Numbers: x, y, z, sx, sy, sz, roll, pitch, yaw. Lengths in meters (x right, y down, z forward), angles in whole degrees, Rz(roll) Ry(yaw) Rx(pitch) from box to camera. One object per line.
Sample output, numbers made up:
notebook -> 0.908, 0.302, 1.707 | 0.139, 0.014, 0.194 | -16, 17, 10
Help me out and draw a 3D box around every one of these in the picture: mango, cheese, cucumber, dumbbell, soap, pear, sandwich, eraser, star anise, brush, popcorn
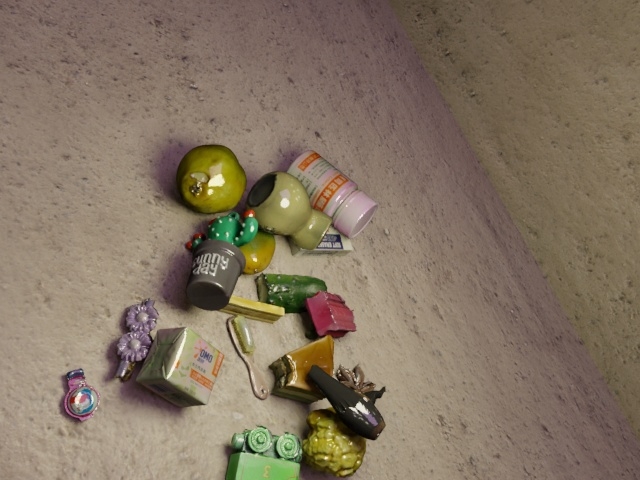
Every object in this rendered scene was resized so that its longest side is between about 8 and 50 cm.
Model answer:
mango -> -0.254, 0.032, 1.943 | 0.156, 0.114, 0.251 | 24, 34, 1
cheese -> -0.685, 0.440, 1.431 | 0.095, 0.038, 0.145 | -11, 72, -39
cucumber -> -0.088, 0.206, 1.963 | 0.325, 0.105, 0.145 | 8, 59, -35
dumbbell -> -0.026, 0.328, 1.962 | 0.046, 0.052, 0.118 | 2, 53, 13
soap -> -0.262, 0.248, 1.815 | 0.252, 0.092, 0.037 | 18, 52, -27
pear -> -0.410, -0.231, 1.897 | 0.269, 0.269, 0.321 | 38, 30, -11
soap -> -0.425, 0.390, 1.543 | 0.199, 0.138, 0.182 | 50, 39, -37
sandwich -> -0.071, 0.441, 1.791 | 0.198, 0.155, 0.227 | 22, 52, -24
soap -> 0.054, 0.292, 1.935 | 0.250, 0.099, 0.162 | 26, 34, -60
eraser -> 0.000, 0.000, 2.159 | 0.279, 0.081, 0.124 | 0, 64, -35
star anise -> 0.119, 0.564, 1.911 | 0.212, 0.073, 0.197 | -25, 84, -45
brush -> -0.245, 0.404, 1.755 | 0.072, 0.067, 0.313 | -11, 72, -40
popcorn -> 0.055, 0.666, 1.702 | 0.237, 0.205, 0.252 | 38, 54, -29

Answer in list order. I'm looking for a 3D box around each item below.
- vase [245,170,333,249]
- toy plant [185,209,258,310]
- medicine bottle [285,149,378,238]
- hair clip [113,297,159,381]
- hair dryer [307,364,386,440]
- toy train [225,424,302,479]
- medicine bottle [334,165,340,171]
vase -> -0.152, -0.121, 1.982 | 0.302, 0.329, 0.241 | 37, 76, -36
toy plant -> -0.342, 0.043, 1.750 | 0.185, 0.279, 0.400 | 35, 36, -24
medicine bottle -> 0.041, -0.196, 2.154 | 0.388, 0.219, 0.219 | 41, 45, 13
hair clip -> -0.573, 0.301, 1.572 | 0.106, 0.084, 0.292 | 8, 53, -4
hair dryer -> 0.131, 0.528, 1.728 | 0.303, 0.120, 0.359 | 35, 13, 25
toy train -> -0.174, 0.699, 1.584 | 0.243, 0.132, 0.188 | 21, 58, -22
medicine bottle -> 0.098, -0.209, 2.322 | 0.133, 0.133, 0.250 | -29, 83, -43
